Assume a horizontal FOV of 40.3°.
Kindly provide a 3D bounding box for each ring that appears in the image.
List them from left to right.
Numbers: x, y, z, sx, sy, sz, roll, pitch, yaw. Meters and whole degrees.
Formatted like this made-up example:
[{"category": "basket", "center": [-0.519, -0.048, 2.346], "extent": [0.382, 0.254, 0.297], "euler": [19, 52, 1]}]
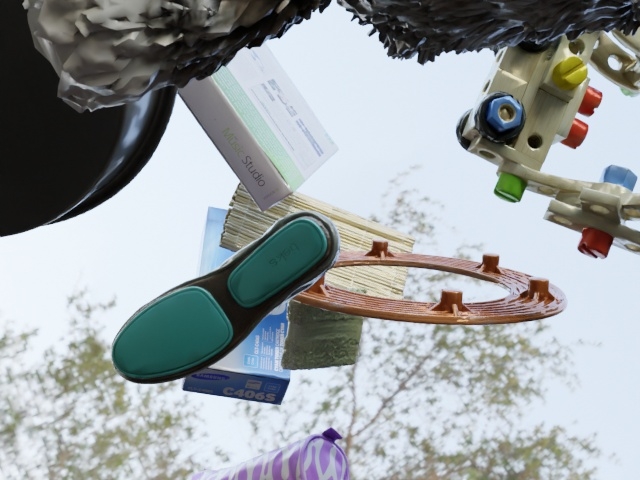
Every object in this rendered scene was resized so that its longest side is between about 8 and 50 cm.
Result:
[{"category": "ring", "center": [0.100, 0.037, 0.957], "extent": [0.336, 0.336, 0.032], "euler": [11, -78, 41]}]

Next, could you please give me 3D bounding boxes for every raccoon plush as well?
[{"category": "raccoon plush", "center": [0.127, -0.128, 0.431], "extent": [0.299, 0.446, 0.216], "euler": [34, -20, 37]}]

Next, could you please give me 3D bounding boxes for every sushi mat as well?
[{"category": "sushi mat", "center": [0.000, 0.000, 1.403], "extent": [0.019, 0.316, 0.152], "euler": [130, -23, -57]}]

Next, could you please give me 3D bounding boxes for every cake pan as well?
[{"category": "cake pan", "center": [-0.233, -0.122, 0.527], "extent": [0.293, 0.054, 0.293], "euler": [3, -59, 5]}]

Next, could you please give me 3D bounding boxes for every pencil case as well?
[{"category": "pencil case", "center": [-0.064, 0.274, 0.960], "extent": [0.206, 0.088, 0.086], "euler": [-24, -59, 33]}]

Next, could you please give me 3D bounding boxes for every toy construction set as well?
[{"category": "toy construction set", "center": [0.266, -0.133, 0.861], "extent": [0.215, 0.328, 0.151], "euler": [25, -25, -6]}]

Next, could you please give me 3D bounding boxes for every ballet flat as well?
[{"category": "ballet flat", "center": [-0.072, 0.052, 0.720], "extent": [0.213, 0.068, 0.072], "euler": [-34, -99, 3]}]

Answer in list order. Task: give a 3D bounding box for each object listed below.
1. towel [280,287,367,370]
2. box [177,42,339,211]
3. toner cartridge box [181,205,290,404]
[{"category": "towel", "center": [0.006, 0.117, 1.152], "extent": [0.027, 0.148, 0.110], "euler": [14, -80, 42]}, {"category": "box", "center": [-0.087, -0.182, 1.233], "extent": [0.058, 0.322, 0.232], "euler": [-33, -84, 18]}, {"category": "toner cartridge box", "center": [-0.131, 0.100, 1.467], "extent": [0.075, 0.165, 0.348], "euler": [110, -15, -45]}]
